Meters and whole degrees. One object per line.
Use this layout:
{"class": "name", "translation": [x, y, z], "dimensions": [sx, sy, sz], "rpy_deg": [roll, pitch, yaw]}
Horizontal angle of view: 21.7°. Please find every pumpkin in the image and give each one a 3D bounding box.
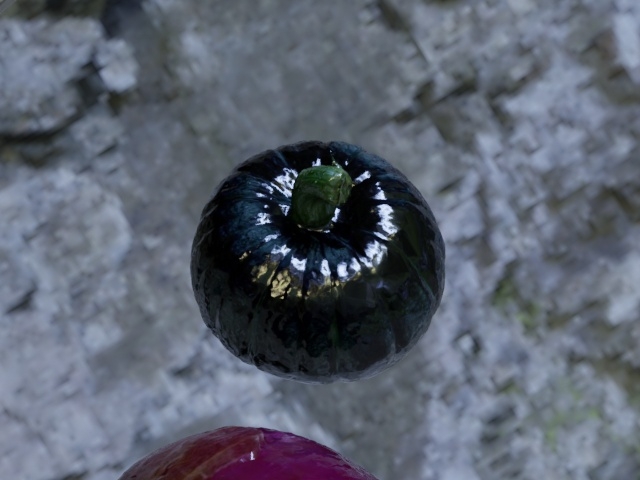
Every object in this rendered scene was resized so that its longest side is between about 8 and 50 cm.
{"class": "pumpkin", "translation": [0.000, 0.000, 1.570], "dimensions": [0.248, 0.248, 0.248], "rpy_deg": [-32, -3, -2]}

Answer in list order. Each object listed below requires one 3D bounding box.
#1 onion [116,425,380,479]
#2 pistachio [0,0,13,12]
{"class": "onion", "translation": [-0.004, 0.296, 1.351], "dimensions": [0.385, 0.348, 0.348], "rpy_deg": [-24, -8, -37]}
{"class": "pistachio", "translation": [-0.411, -0.342, 1.847], "dimensions": [0.238, 0.229, 0.321], "rpy_deg": [-1, 50, 40]}
